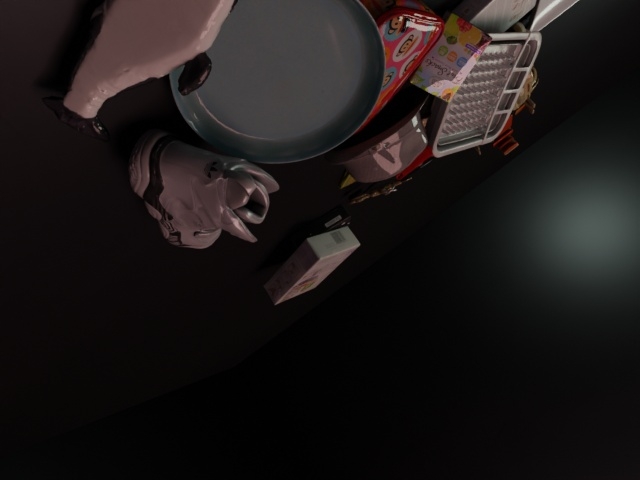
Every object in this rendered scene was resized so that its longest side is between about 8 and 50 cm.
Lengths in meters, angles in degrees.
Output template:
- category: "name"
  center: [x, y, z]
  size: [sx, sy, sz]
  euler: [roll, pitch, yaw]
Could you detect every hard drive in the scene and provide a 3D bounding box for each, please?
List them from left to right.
- category: "hard drive"
  center: [0.000, 0.000, 1.718]
  size: [0.237, 0.064, 0.339]
  euler: [-32, 164, -9]

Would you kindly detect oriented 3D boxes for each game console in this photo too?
- category: "game console"
  center: [0.440, -0.357, 1.447]
  size: [0.342, 0.060, 0.386]
  euler: [-38, 177, 42]

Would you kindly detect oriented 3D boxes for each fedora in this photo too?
- category: "fedora"
  center: [0.149, -0.229, 1.002]
  size: [0.275, 0.124, 0.244]
  euler: [-31, -154, 9]

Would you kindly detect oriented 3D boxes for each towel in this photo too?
- category: "towel"
  center: [0.164, -0.241, 1.414]
  size: [0.237, 0.021, 0.102]
  euler: [-28, 169, -26]

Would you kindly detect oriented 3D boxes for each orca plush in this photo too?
- category: "orca plush"
  center: [-0.198, -0.232, 0.523]
  size: [0.287, 0.151, 0.102]
  euler: [-46, -167, 27]

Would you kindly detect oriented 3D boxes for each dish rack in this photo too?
- category: "dish rack"
  center: [0.380, -0.362, 1.046]
  size: [0.333, 0.072, 0.285]
  euler: [-22, 140, -37]

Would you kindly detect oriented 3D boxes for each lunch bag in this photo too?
- category: "lunch bag"
  center: [0.084, -0.324, 0.817]
  size: [0.258, 0.120, 0.293]
  euler: [-25, 163, -47]

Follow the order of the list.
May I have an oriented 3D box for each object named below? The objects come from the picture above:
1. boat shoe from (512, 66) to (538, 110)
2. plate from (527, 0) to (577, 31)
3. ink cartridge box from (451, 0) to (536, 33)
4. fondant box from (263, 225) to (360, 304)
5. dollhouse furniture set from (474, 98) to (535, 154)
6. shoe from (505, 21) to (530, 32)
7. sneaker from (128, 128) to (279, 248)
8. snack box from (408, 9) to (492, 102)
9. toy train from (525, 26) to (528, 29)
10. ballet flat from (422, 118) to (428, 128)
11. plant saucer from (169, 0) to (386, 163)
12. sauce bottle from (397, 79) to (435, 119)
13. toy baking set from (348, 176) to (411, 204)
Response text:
- category: "boat shoe"
  center: [0.616, -0.482, 1.335]
  size: [0.110, 0.122, 0.341]
  euler: [-28, -178, 32]
- category: "plate"
  center: [0.626, -0.663, 1.038]
  size: [0.277, 0.045, 0.278]
  euler: [-36, 165, 10]
- category: "ink cartridge box"
  center: [0.392, -0.521, 0.981]
  size: [0.232, 0.066, 0.189]
  euler: [-45, 164, 6]
- category: "fondant box"
  center: [-0.036, 0.096, 1.633]
  size: [0.238, 0.096, 0.330]
  euler: [-17, 157, -47]
- category: "dollhouse furniture set"
  center: [0.743, -0.449, 1.765]
  size: [0.262, 0.135, 0.259]
  euler: [-39, 164, 17]
- category: "shoe"
  center: [0.522, -0.539, 1.151]
  size: [0.058, 0.076, 0.219]
  euler: [-43, 171, 18]
- category: "sneaker"
  center: [-0.193, -0.054, 0.813]
  size: [0.366, 0.210, 0.137]
  euler: [90, 19, -69]
- category: "snack box"
  center: [0.253, -0.361, 0.856]
  size: [0.100, 0.037, 0.141]
  euler: [21, 124, -17]
- category: "toy train"
  center: [0.631, -0.626, 1.196]
  size: [0.158, 0.027, 0.036]
  euler: [-41, 160, 22]
- category: "ballet flat"
  center: [0.255, -0.301, 1.296]
  size: [0.206, 0.067, 0.073]
  euler: [-39, -153, 20]
- category: "plant saucer"
  center: [-0.061, -0.246, 0.655]
  size: [0.317, 0.044, 0.317]
  euler: [-8, 146, -5]
- category: "sauce bottle"
  center: [0.343, -0.396, 1.136]
  size: [0.344, 0.111, 0.111]
  euler: [-24, 162, -34]
- category: "toy baking set"
  center: [0.212, -0.170, 1.522]
  size: [0.256, 0.030, 0.197]
  euler: [-20, -171, 24]
